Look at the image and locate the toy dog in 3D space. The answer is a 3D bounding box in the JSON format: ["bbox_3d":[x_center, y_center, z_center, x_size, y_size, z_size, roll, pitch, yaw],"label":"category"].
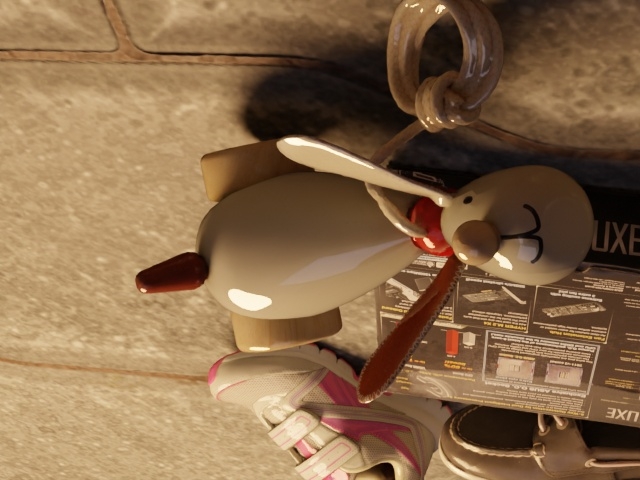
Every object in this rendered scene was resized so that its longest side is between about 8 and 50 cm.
[{"bbox_3d":[0.000,0.000,0.854,0.161,0.220,0.334,-19,168,-39],"label":"toy dog"}]

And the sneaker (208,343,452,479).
[{"bbox_3d":[0.008,0.181,1.254,0.252,0.111,0.103,20,146,-12],"label":"sneaker"}]

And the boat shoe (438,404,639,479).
[{"bbox_3d":[0.275,0.162,1.157,0.335,0.112,0.095,3,129,5],"label":"boat shoe"}]

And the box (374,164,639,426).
[{"bbox_3d":[0.199,0.056,1.034,0.307,0.076,0.242,6,147,9],"label":"box"}]

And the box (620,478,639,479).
[{"bbox_3d":[0.323,0.284,1.358,0.183,0.056,0.231,17,147,-6],"label":"box"}]
